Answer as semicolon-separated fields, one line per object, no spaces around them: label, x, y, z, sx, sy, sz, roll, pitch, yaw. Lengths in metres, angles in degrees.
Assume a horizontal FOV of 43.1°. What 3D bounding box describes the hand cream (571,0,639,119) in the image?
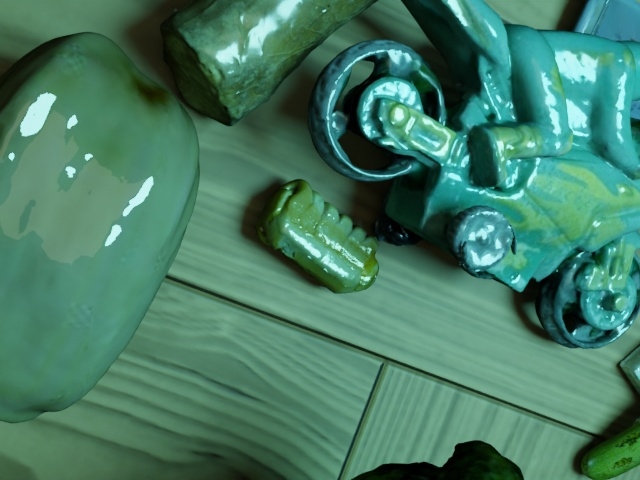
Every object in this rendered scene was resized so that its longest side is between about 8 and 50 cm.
hand cream;0.290;-0.096;0.590;0.256;0.055;0.088;26;94;-13

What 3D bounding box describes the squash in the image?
squash;0.227;0.148;0.586;0.083;0.027;0.027;-36;102;11

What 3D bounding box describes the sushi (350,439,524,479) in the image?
sushi;0.049;0.308;0.410;0.178;0.294;0.351;-16;70;-32

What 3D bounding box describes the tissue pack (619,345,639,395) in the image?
tissue pack;0.276;0.119;0.610;0.056;0.023;0.108;-40;101;-9

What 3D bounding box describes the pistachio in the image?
pistachio;-0.145;-0.008;0.434;0.130;0.131;0.206;22;86;27

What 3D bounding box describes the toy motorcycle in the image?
toy motorcycle;0.136;-0.057;0.515;0.297;0.109;0.198;29;91;-26

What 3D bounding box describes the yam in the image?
yam;0.049;-0.210;0.507;0.357;0.081;0.081;-44;103;-10

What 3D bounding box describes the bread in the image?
bread;0.000;0.000;0.523;0.088;0.034;0.049;35;69;-18
